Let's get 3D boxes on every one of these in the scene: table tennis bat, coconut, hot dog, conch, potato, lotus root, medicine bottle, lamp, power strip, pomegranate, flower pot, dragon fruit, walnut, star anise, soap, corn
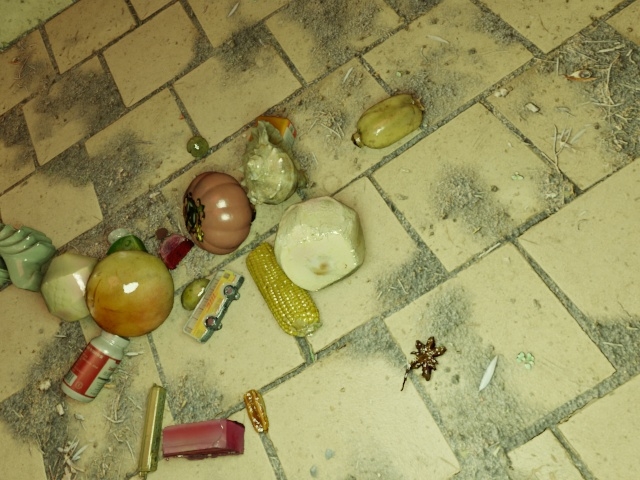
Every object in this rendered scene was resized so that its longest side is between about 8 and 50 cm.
[{"bbox_3d":[-0.645,-0.022,2.074,0.083,0.007,0.050,-23,62,5],"label":"table tennis bat"},{"bbox_3d":[-0.914,0.164,1.941,0.259,0.259,0.260,-7,65,15],"label":"coconut"},{"bbox_3d":[-0.199,0.542,1.651,0.062,0.038,0.144,-28,63,2],"label":"hot dog"},{"bbox_3d":[-0.179,-0.255,1.827,0.209,0.352,0.297,-17,79,8],"label":"conch"},{"bbox_3d":[-0.447,0.191,1.874,0.138,0.070,0.092,-39,60,-1],"label":"potato"},{"bbox_3d":[0.000,0.000,1.693,0.297,0.297,0.255,-10,36,14],"label":"coconut"},{"bbox_3d":[0.239,-0.426,1.884,0.284,0.146,0.160,-30,43,7],"label":"lotus root"},{"bbox_3d":[-0.754,0.046,2.034,0.132,0.088,0.188,-39,61,-1],"label":"medicine bottle"},{"bbox_3d":[-0.357,-0.101,1.880,0.305,0.239,0.306,16,112,47],"label":"lamp"},{"bbox_3d":[-0.551,0.625,1.716,0.044,0.064,0.306,-3,65,10],"label":"power strip"},{"bbox_3d":[-0.198,-0.362,2.018,0.149,0.112,0.222,11,71,22],"label":"medicine bottle"},{"bbox_3d":[-0.792,0.437,1.845,0.131,0.131,0.250,27,77,27],"label":"medicine bottle"},{"bbox_3d":[-0.653,0.182,1.830,0.318,0.319,0.320,-7,65,15],"label":"pomegranate"},{"bbox_3d":[-1.262,0.066,2.154,0.367,0.164,0.254,6,74,21],"label":"flower pot"},{"bbox_3d":[-0.565,0.031,1.974,0.096,0.102,0.147,34,71,21],"label":"dragon fruit"},{"bbox_3d":[-0.508,-0.388,2.154,0.092,0.092,0.092,-7,65,15],"label":"walnut"},{"bbox_3d":[0.294,0.368,1.548,0.097,0.070,0.191,26,79,24],"label":"star anise"},{"bbox_3d":[-0.375,0.617,1.603,0.249,0.162,0.099,-12,63,12],"label":"soap"},{"bbox_3d":[-0.134,0.163,1.745,0.144,0.144,0.387,-39,61,-2],"label":"corn"}]

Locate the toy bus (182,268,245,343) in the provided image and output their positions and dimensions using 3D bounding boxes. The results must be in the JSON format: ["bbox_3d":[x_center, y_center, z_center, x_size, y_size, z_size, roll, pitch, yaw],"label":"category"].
[{"bbox_3d":[-0.366,0.223,1.809,0.106,0.092,0.268,27,78,11],"label":"toy bus"}]
